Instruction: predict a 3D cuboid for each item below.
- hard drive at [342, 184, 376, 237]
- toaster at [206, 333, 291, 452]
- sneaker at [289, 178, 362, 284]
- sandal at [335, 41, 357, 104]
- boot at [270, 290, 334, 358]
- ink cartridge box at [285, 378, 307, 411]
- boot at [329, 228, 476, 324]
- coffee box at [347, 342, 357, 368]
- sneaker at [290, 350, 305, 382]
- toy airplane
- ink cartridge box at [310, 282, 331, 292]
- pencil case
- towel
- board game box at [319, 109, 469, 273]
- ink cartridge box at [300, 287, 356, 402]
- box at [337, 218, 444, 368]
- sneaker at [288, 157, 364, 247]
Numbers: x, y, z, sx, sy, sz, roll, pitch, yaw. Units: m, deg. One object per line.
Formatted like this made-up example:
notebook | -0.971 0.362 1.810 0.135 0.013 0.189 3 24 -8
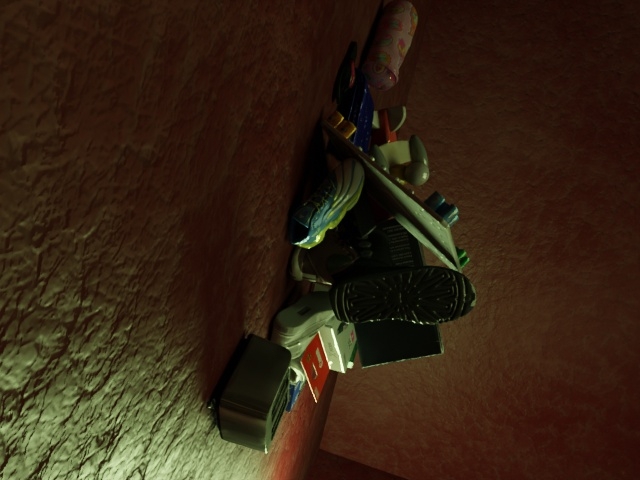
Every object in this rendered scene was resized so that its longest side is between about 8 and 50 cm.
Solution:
hard drive | 0.083 -0.100 1.337 0.254 0.054 0.172 -135 -151 -80
toaster | -0.130 0.305 0.992 0.186 0.110 0.168 -64 165 -46
sneaker | 0.037 -0.013 1.281 0.106 0.162 0.281 75 32 -71
sandal | 0.074 -0.412 1.241 0.067 0.040 0.179 81 26 -67
boot | -0.044 0.222 1.323 0.258 0.095 0.123 -17 133 -51
ink cartridge box | -0.084 0.467 1.674 0.207 0.046 0.097 -39 141 -73
boot | 0.195 0.080 1.434 0.445 0.367 0.146 -93 -176 -75
coffee box | 0.042 0.385 1.851 0.113 0.184 0.040 -65 170 -50
sneaker | -0.058 0.332 1.482 0.292 0.108 0.169 60 47 -63
toy airplane | 0.262 -0.284 1.793 0.386 0.272 0.384 -59 149 -17
ink cartridge box | 0.013 0.220 1.712 0.218 0.092 0.159 6 100 -82
pencil case | 0.203 -0.579 1.509 0.124 0.124 0.284 83 25 -65
towel | 0.105 -0.330 1.440 0.308 0.076 0.228 -2 108 -80
board game box | 0.194 -0.106 1.229 0.050 0.390 0.390 -45 154 1
ink cartridge box | 0.032 0.314 1.477 0.275 0.060 0.239 77 29 -48
box | 0.257 0.173 1.899 0.480 0.297 0.472 11 66 -81
sneaker | 0.009 -0.075 1.127 0.240 0.091 0.126 -58 167 19
